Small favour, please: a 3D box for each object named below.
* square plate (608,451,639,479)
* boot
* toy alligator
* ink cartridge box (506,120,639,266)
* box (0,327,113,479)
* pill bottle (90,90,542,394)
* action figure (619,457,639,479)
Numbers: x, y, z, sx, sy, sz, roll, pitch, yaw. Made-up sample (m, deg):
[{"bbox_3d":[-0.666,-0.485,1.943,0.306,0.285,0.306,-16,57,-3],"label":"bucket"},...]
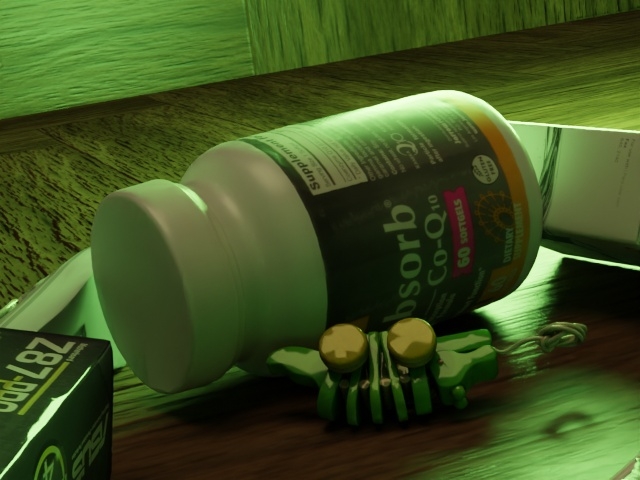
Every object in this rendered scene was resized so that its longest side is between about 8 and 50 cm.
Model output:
[{"bbox_3d":[0.273,0.068,0.385,0.347,0.049,0.344,-35,20,-19],"label":"square plate"},{"bbox_3d":[-0.211,0.060,0.886,0.123,0.095,0.258,3,17,16],"label":"boot"},{"bbox_3d":[0.062,0.080,0.769,0.189,0.056,0.051,-5,56,6],"label":"toy alligator"},{"bbox_3d":[0.209,-0.030,0.963,0.139,0.082,0.190,17,-2,-36],"label":"ink cartridge box"},{"bbox_3d":[-0.289,0.125,0.559,0.318,0.097,0.395,3,15,5],"label":"box"},{"bbox_3d":[0.000,0.000,0.889,0.278,0.162,0.162,-17,17,-32],"label":"pill bottle"},{"bbox_3d":[-0.003,0.111,0.373,0.285,0.099,0.185,-5,-9,22],"label":"action figure"}]
